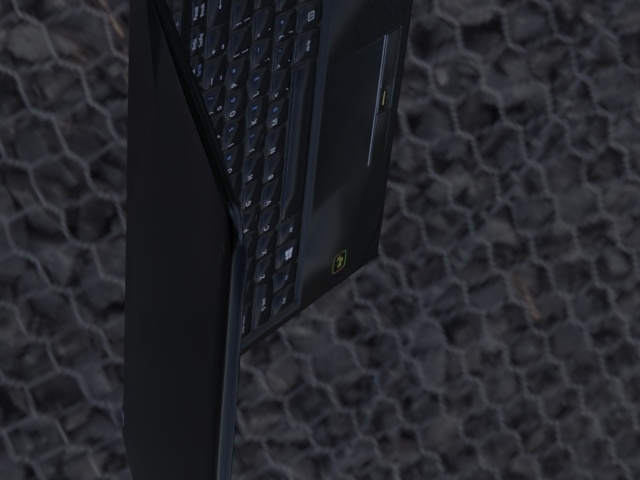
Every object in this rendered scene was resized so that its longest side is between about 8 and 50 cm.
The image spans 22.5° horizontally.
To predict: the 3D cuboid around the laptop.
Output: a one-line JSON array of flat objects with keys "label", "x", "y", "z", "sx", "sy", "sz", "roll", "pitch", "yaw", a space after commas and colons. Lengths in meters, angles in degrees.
[{"label": "laptop", "x": 0.000, "y": 0.000, "z": 0.593, "sx": 0.264, "sy": 0.136, "sz": 0.234, "roll": -35, "pitch": 145, "yaw": -40}]
